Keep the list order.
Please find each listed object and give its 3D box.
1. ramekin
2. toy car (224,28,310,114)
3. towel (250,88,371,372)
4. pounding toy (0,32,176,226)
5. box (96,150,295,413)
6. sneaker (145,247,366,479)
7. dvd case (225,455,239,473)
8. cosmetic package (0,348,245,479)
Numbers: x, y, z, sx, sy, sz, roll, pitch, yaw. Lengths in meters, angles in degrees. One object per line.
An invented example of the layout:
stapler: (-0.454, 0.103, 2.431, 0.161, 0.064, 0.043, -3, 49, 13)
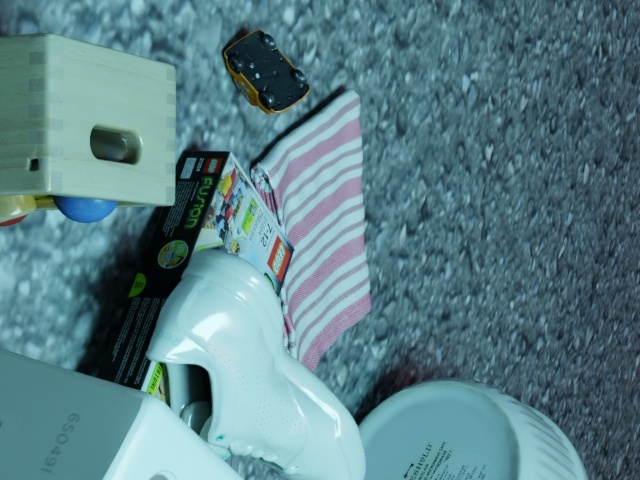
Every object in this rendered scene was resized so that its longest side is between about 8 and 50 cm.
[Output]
ramekin: (0.109, 0.210, 1.338, 0.109, 0.207, 0.207, 47, 59, -50)
toy car: (-0.019, -0.134, 1.083, 0.122, 0.060, 0.040, -56, 180, -26)
towel: (0.000, 0.000, 1.209, 0.144, 0.029, 0.197, -46, 140, -49)
pounding toy: (-0.159, -0.039, 0.764, 0.141, 0.130, 0.100, 4, 85, -65)
box: (-0.080, 0.059, 1.018, 0.114, 0.036, 0.207, 57, 43, -49)
sneaker: (-0.046, 0.107, 0.982, 0.094, 0.080, 0.212, -55, 133, -30)
dvd case: (-0.124, 0.201, 1.040, 0.239, 0.030, 0.179, -15, 114, -63)
cosmetic package: (-0.103, 0.213, 0.810, 0.161, 0.230, 0.453, -64, 146, -20)
